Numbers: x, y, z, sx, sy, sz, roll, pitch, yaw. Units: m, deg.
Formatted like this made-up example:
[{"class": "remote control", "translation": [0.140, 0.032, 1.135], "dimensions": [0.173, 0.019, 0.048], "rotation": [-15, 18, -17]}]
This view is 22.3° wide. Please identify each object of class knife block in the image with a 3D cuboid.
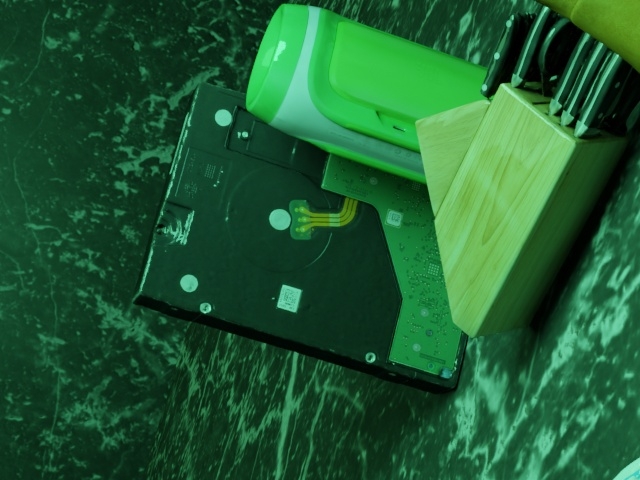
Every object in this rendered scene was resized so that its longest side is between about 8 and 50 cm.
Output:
[{"class": "knife block", "translation": [0.207, -0.068, 1.410], "dimensions": [0.242, 0.088, 0.276], "rotation": [-13, 86, 45]}]

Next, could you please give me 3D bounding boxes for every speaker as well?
[{"class": "speaker", "translation": [0.084, -0.130, 1.575], "dimensions": [0.131, 0.296, 0.131], "rotation": [-162, 90, -78]}]

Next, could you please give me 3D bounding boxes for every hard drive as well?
[{"class": "hard drive", "translation": [0.000, 0.000, 1.667], "dimensions": [0.064, 0.339, 0.237], "rotation": [139, 146, -71]}]

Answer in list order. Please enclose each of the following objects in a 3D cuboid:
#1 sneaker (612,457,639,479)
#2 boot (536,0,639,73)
[{"class": "sneaker", "translation": [0.207, 0.197, 1.128], "dimensions": [0.083, 0.071, 0.191], "rotation": [-80, 14, -55]}, {"class": "boot", "translation": [0.224, -0.167, 1.224], "dimensions": [0.295, 0.211, 0.104], "rotation": [-88, 20, -51]}]
